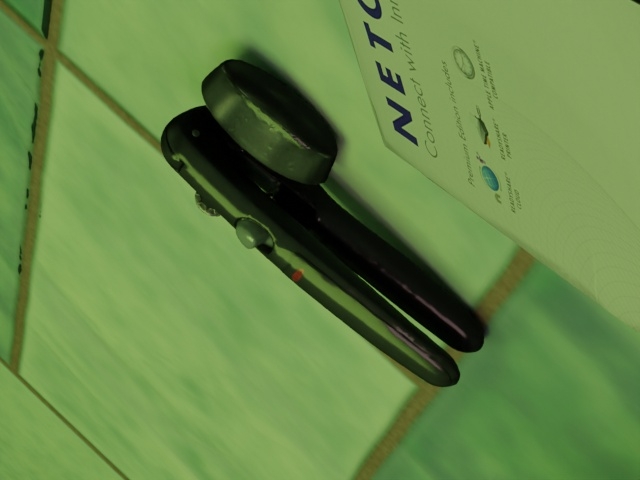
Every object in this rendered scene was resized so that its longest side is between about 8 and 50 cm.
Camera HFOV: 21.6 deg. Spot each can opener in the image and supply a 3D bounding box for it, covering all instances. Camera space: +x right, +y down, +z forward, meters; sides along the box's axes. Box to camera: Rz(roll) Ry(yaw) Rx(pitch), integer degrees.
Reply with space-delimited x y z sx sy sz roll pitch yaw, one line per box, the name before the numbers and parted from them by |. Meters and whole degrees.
can opener | 0.000 0.000 0.793 0.186 0.059 0.073 47 153 -1

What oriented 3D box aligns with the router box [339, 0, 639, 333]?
router box | 0.088 -0.109 0.410 0.301 0.082 0.335 40 157 48
